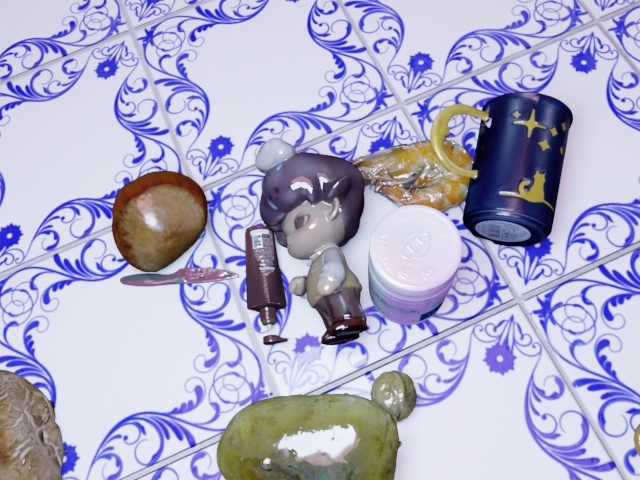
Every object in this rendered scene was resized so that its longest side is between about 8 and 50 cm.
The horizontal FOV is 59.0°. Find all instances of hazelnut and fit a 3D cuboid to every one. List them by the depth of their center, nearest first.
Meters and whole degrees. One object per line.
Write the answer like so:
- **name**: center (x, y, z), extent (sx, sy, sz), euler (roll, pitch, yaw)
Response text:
- **hazelnut**: center (-0.333, -0.051, 1.126), extent (0.210, 0.186, 0.209), euler (0, 87, 8)

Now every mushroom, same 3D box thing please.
- **mushroom**: center (-0.575, 0.346, 1.012), extent (0.156, 0.151, 0.285), euler (-33, 70, -9)

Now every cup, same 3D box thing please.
- **cup**: center (0.337, -0.139, 1.104), extent (0.255, 0.178, 0.256), euler (12, 72, 15)

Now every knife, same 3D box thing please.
- **knife**: center (-0.290, 0.074, 1.164), extent (0.248, 0.018, 0.035), euler (-3, 66, 1)

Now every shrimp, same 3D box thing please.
- **shrimp**: center (0.168, -0.122, 1.172), extent (0.317, 0.062, 0.164), euler (-7, 71, -1)

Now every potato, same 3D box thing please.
- **potato**: center (-0.019, 0.356, 0.943), extent (0.308, 0.173, 0.209), euler (2, 89, 8)

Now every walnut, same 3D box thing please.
- **walnut**: center (0.130, 0.278, 1.011), extent (0.092, 0.092, 0.092), euler (-2, 69, 5)

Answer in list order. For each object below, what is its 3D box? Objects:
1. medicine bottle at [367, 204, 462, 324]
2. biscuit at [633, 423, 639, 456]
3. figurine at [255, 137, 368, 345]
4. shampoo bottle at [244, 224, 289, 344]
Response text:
- **medicine bottle**: center (0.160, 0.052, 1.001), extent (0.152, 0.254, 0.152), euler (-2, 70, 5)
- **biscuit**: center (0.650, 0.385, 0.947), extent (0.240, 0.035, 0.158), euler (28, 72, 14)
- **figurine**: center (-0.019, 0.007, 1.053), extent (0.207, 0.218, 0.364), euler (0, 66, 2)
- **shampoo bottle**: center (-0.107, 0.087, 1.115), extent (0.068, 0.067, 0.236), euler (-15, 69, 20)
